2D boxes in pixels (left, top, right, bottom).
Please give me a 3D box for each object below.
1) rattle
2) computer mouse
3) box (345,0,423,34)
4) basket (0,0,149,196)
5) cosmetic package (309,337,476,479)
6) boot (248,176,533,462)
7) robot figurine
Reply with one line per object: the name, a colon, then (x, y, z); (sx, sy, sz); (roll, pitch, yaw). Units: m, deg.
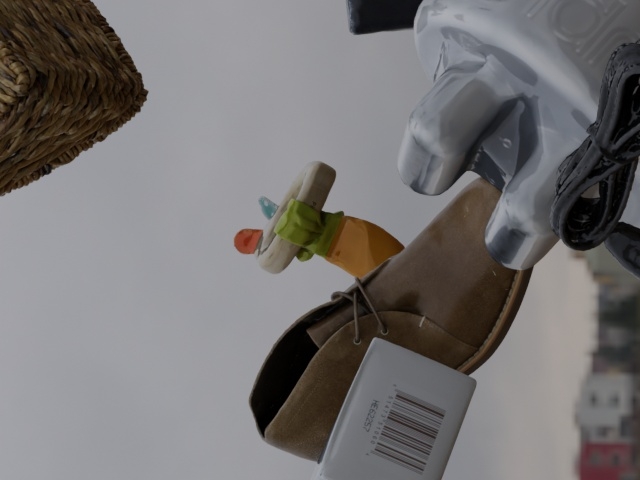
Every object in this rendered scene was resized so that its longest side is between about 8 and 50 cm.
rattle: (0.000, 0.000, 1.899); (0.199, 0.143, 0.130); (132, 147, -64)
computer mouse: (0.230, 0.013, 0.887); (0.060, 0.262, 0.184); (-64, 1, -29)
box: (0.252, -0.365, 1.670); (0.480, 0.472, 0.297); (-71, -23, -79)
basket: (-0.355, -0.187, 1.791); (0.299, 0.213, 0.223); (54, -157, 16)
cosmetic package: (0.036, 0.172, 1.329); (0.231, 0.085, 0.117); (112, -178, -63)
boot: (0.057, 0.062, 1.431); (0.305, 0.115, 0.112); (-54, 40, 24)
robot figurine: (0.198, -0.146, 1.114); (0.353, 0.300, 0.200); (-49, -4, -12)
